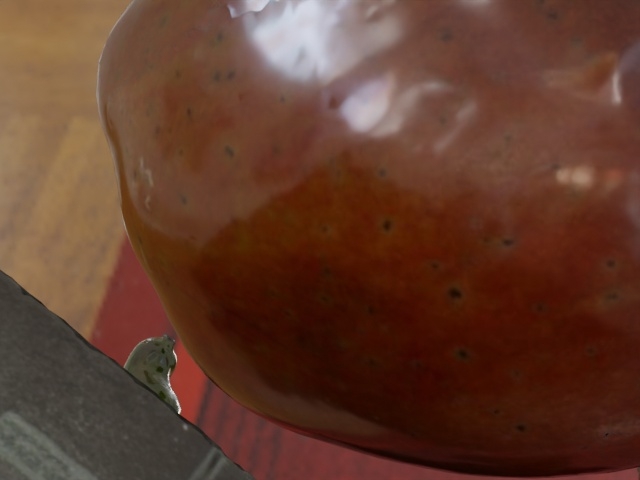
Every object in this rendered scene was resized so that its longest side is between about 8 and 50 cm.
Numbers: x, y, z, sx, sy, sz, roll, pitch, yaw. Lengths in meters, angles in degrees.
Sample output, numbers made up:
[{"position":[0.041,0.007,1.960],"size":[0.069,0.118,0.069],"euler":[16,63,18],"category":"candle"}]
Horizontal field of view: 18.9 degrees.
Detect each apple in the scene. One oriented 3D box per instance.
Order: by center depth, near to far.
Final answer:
[{"position":[0.058,-0.040,0.581],"size":[0.234,0.234,0.234],"euler":[-1,36,1],"category":"apple"}]

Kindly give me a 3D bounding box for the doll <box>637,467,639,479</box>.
[{"position":[0.395,0.222,1.800],"size":[0.209,0.318,0.339],"euler":[-31,81,-23],"category":"doll"}]

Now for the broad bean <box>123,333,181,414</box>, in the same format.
[{"position":[-0.194,0.184,1.295],"size":[0.292,0.049,0.144],"euler":[-35,54,-6],"category":"broad bean"}]

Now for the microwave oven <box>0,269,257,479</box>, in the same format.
[{"position":[-0.048,0.276,0.464],"size":[0.432,0.374,0.236],"euler":[40,44,-1],"category":"microwave oven"}]
